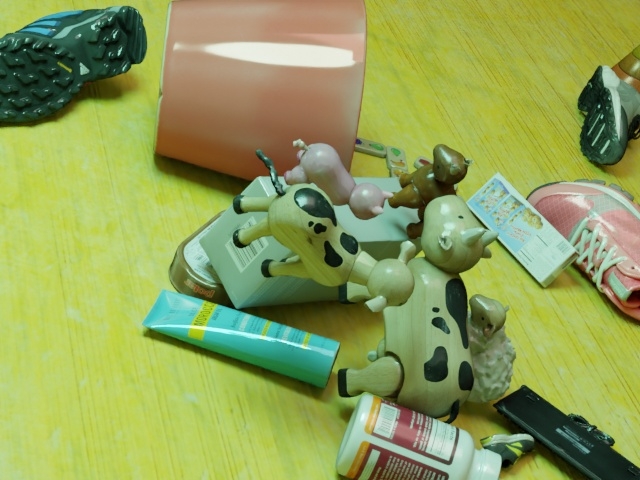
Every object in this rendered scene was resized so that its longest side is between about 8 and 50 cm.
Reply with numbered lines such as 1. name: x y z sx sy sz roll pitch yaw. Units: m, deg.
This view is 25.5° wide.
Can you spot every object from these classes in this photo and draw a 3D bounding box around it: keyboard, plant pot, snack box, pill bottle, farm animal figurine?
1. keyboard: 0.283 0.224 1.569 0.180 0.023 0.108 37 27 22
2. plant pot: -0.083 -0.192 1.795 0.243 0.275 0.275 5 33 -7
3. snack box: 0.269 -0.016 1.894 0.022 0.064 0.178 38 10 -50
4. pill bottle: 0.098 0.218 1.410 0.152 0.086 0.086 21 31 -1
5. farm animal figurine: 0.090 0.040 1.454 0.172 0.327 0.330 -8 6 43

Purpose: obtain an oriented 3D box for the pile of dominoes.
1. pile of dominoes: 0.112 -0.076 1.915 0.196 0.040 0.251 13 33 -13

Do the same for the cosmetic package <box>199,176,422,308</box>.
1. cosmetic package: 0.000 0.000 1.601 0.238 0.127 0.107 -4 56 -50

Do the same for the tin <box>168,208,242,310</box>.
1. tin: -0.100 0.020 1.645 0.106 0.040 0.189 32 32 9

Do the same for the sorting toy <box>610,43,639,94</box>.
1. sorting toy: 0.635 -0.226 2.382 0.365 0.126 0.127 38 35 27

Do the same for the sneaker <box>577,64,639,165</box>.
1. sneaker: 0.480 -0.197 2.272 0.108 0.100 0.271 25 31 -4

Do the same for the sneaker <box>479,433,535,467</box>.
1. sneaker: 0.201 0.227 1.518 0.083 0.031 0.035 8 68 -44

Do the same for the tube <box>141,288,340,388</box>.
1. tube: -0.084 0.103 1.520 0.207 0.052 0.080 17 22 3

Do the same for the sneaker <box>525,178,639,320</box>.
1. sneaker: 0.399 0.023 1.865 0.314 0.116 0.136 32 34 16

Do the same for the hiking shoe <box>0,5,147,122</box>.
1. hiking shoe: -0.367 -0.225 1.824 0.132 0.113 0.304 8 23 43
